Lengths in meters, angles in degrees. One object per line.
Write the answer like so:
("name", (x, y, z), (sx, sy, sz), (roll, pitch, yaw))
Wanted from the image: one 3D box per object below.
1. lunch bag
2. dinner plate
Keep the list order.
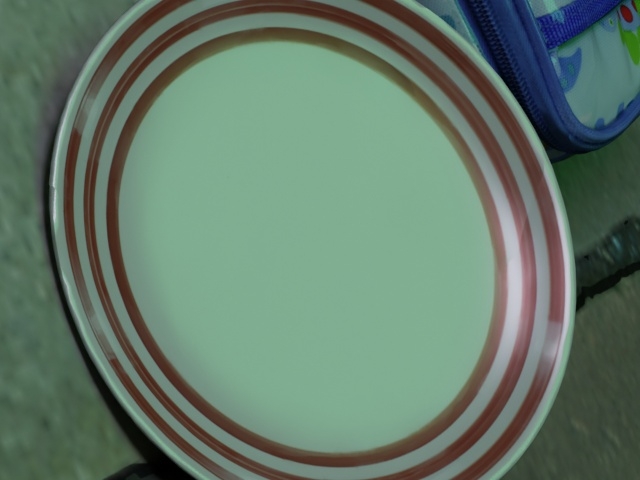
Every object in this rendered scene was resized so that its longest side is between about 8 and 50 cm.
("lunch bag", (0.052, -0.112, 0.558), (0.219, 0.090, 0.176), (-36, 103, -58))
("dinner plate", (0.000, 0.000, 0.428), (0.141, 0.017, 0.141), (10, 70, -29))
